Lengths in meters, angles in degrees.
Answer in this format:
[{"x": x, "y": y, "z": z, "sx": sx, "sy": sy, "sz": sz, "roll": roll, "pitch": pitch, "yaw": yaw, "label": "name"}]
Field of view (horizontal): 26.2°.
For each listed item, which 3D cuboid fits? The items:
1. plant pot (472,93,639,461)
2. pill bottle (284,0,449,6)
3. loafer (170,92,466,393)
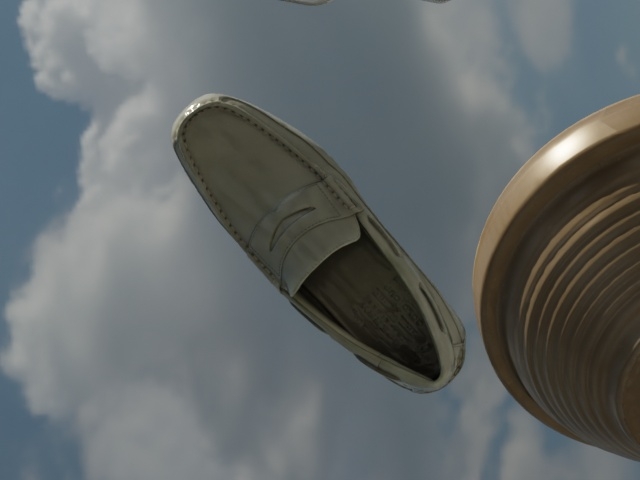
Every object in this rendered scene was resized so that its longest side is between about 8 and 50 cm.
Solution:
[{"x": 0.205, "y": 0.044, "z": 0.734, "sx": 0.109, "sy": 0.237, "sz": 0.237, "roll": -93, "pitch": -18, "yaw": -57, "label": "plant pot"}, {"x": -0.036, "y": -0.177, "z": 0.627, "sx": 0.222, "sy": 0.124, "sz": 0.124, "roll": 9, "pitch": -107, "yaw": -16, "label": "pill bottle"}, {"x": 0.000, "y": 0.000, "z": 1.142, "sx": 0.319, "sy": 0.112, "sz": 0.111, "roll": 43, "pitch": -174, "yaw": -1, "label": "loafer"}]
